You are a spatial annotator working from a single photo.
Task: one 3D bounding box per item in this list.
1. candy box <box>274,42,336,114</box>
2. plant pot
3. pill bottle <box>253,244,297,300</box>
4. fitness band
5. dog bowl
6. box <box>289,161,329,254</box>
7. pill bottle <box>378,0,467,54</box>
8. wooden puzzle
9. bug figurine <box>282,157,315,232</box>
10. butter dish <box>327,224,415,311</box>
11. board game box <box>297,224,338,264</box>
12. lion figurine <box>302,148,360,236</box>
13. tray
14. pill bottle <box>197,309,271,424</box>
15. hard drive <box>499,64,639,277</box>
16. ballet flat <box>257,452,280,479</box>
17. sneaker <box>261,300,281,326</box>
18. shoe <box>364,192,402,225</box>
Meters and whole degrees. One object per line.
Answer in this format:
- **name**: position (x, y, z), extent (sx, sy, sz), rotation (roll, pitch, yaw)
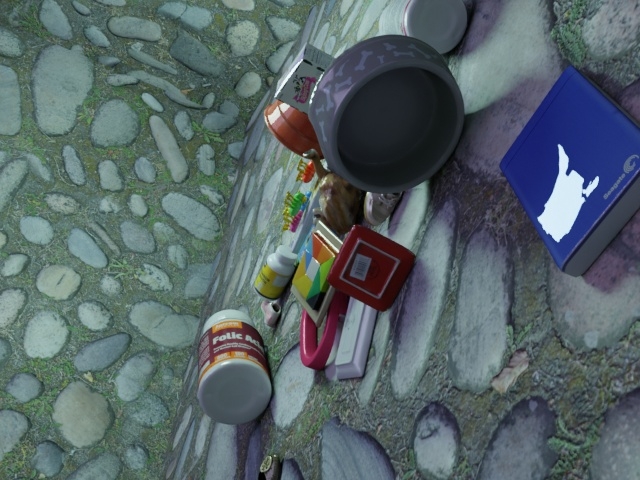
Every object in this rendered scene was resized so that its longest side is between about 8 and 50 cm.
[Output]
- **candy box**: position (0.004, -0.399, 1.798), extent (0.165, 0.196, 0.070), rotation (-42, 31, 50)
- **plant pot**: position (-0.009, -0.463, 2.352), extent (0.265, 0.272, 0.272), rotation (-47, 26, 33)
- **pill bottle**: position (-0.149, 0.109, 2.343), extent (0.184, 0.103, 0.103), rotation (-61, 19, 27)
- **fitness band**: position (0.006, 0.210, 1.847), extent (0.291, 0.054, 0.209), rotation (-90, 24, -51)
- **dog bowl**: position (0.151, -0.255, 1.476), extent (0.349, 0.348, 0.102), rotation (-62, 31, 24)
- **box**: position (-0.010, -0.103, 2.229), extent (0.063, 0.067, 0.324), rotation (-134, 65, -73)
- **pill bottle**: position (0.254, -0.565, 1.789), extent (0.160, 0.160, 0.283), rotation (-66, 17, 9)
- **wooden puzzle**: position (-0.010, 0.080, 1.808), extent (0.221, 0.044, 0.239), rotation (-68, 26, 15)
- **bug figurine**: position (-0.061, -0.141, 2.301), extent (0.279, 0.072, 0.216), rotation (98, -165, -63)
- **butter dish**: position (0.120, 0.053, 1.562), extent (0.160, 0.159, 0.118), rotation (-64, -6, 17)
- **board game box**: position (0.000, 0.000, 2.106), extent (0.210, 0.047, 0.160), rotation (-62, 19, 20)
- **lion figurine**: position (0.062, -0.207, 1.995), extent (0.142, 0.240, 0.392), rotation (-13, 33, 31)
- **tray**: position (0.088, 0.193, 1.641), extent (0.145, 0.030, 0.271), rotation (147, 141, -64)
- **pill bottle**: position (-0.285, 0.393, 2.228), extent (0.224, 0.224, 0.392), rotation (-65, 18, 15)
- **hard drive**: position (0.389, -0.119, 1.059), extent (0.210, 0.040, 0.319), rotation (-60, 19, 28)
- **ballet flat**: position (-0.163, 0.679, 1.799), extent (0.084, 0.058, 0.250), rotation (-11, 59, 69)
- **sneaker**: position (-0.165, 0.230, 2.345), extent (0.070, 0.051, 0.134), rotation (-61, 22, 21)
- **shoe**: position (0.168, -0.140, 1.702), extent (0.058, 0.076, 0.219), rotation (-178, 110, -77)
